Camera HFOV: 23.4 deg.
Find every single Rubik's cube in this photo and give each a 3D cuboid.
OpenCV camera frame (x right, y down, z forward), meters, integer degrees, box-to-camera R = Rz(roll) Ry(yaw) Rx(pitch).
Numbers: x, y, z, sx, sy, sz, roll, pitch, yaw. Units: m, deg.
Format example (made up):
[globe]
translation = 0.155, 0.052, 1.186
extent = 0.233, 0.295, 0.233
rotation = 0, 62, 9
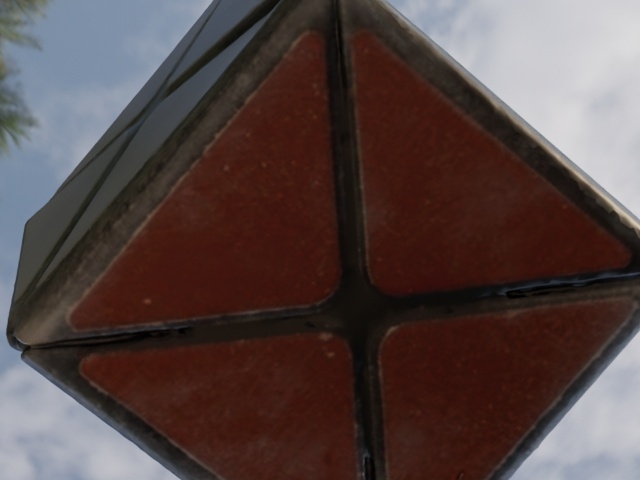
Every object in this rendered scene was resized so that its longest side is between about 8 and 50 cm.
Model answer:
[Rubik's cube]
translation = 0.000, 0.000, 0.863
extent = 0.259, 0.260, 0.255
rotation = 40, -85, -19
